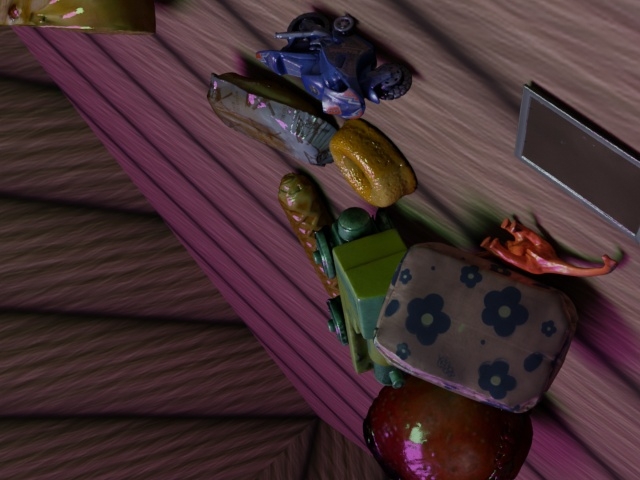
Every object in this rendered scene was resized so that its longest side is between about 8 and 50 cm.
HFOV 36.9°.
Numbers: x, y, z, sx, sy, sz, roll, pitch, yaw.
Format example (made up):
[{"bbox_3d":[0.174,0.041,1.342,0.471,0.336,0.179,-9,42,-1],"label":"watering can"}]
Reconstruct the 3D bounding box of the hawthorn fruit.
[{"bbox_3d":[0.228,0.341,1.744,0.316,0.316,0.316,43,164,15],"label":"hawthorn fruit"}]

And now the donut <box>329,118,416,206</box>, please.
[{"bbox_3d":[0.075,-0.114,1.464,0.152,0.058,0.152,45,164,16],"label":"donut"}]

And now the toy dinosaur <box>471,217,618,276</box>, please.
[{"bbox_3d":[0.275,0.014,1.247,0.101,0.055,0.279,32,173,-16],"label":"toy dinosaur"}]

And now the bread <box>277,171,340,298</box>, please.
[{"bbox_3d":[-0.001,0.000,1.917,0.077,0.084,0.367,-5,140,18],"label":"bread"}]

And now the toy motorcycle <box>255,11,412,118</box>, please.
[{"bbox_3d":[0.017,-0.221,1.230,0.205,0.114,0.076,38,163,28],"label":"toy motorcycle"}]

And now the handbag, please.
[{"bbox_3d":[0.219,0.125,1.341,0.252,0.190,0.193,21,-179,16],"label":"handbag"}]

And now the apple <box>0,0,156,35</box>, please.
[{"bbox_3d":[-0.417,-0.438,1.607,0.309,0.252,0.314,8,143,49],"label":"apple"}]

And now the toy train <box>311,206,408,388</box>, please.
[{"bbox_3d":[0.093,0.117,1.628,0.368,0.150,0.237,79,170,-48],"label":"toy train"}]

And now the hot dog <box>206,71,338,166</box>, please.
[{"bbox_3d":[-0.078,-0.209,1.594,0.271,0.081,0.162,28,166,31],"label":"hot dog"}]

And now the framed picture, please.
[{"bbox_3d":[0.290,-0.082,1.045,0.183,0.011,0.142,40,163,23],"label":"framed picture"}]
